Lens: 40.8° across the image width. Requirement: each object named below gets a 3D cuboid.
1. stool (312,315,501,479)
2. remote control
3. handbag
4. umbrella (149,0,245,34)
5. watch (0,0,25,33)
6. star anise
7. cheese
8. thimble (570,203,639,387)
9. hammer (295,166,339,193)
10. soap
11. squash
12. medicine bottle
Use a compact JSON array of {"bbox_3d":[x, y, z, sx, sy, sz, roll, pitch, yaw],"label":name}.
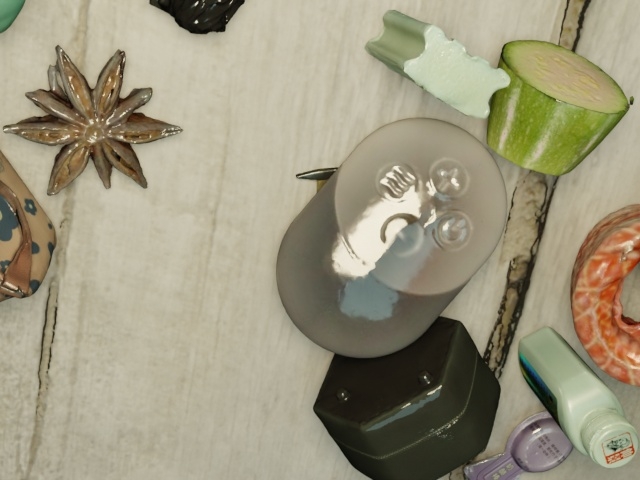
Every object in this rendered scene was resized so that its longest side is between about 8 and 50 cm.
[{"bbox_3d":[0.114,0.207,1.137,0.232,0.232,0.141,-32,115,3],"label":"stool"},{"bbox_3d":[0.091,-0.003,1.092,0.221,0.103,0.332,40,92,-2],"label":"remote control"},{"bbox_3d":[-0.433,-0.019,0.966,0.190,0.193,0.251,-29,114,-2],"label":"handbag"},{"bbox_3d":[-0.130,-0.397,0.929,0.118,0.118,0.340,-1,107,-10],"label":"umbrella"},{"bbox_3d":[-0.374,-0.308,0.858,0.068,0.237,0.195,-37,157,-27],"label":"watch"},{"bbox_3d":[-0.268,-0.132,1.024,0.182,0.065,0.195,35,97,-25],"label":"star anise"},{"bbox_3d":[0.315,0.323,1.310,0.191,0.042,0.105,-37,111,6],"label":"cheese"},{"bbox_3d":[0.449,0.070,1.134,0.239,0.162,0.239,6,108,18],"label":"thimble"},{"bbox_3d":[0.000,0.000,1.146,0.062,0.013,0.199,-4,111,-8],"label":"hammer"},{"bbox_3d":[0.128,-0.205,0.990,0.114,0.198,0.063,29,102,-17],"label":"soap"},{"bbox_3d":[0.284,-0.160,1.061,0.170,0.170,0.123,9,121,-13],"label":"squash"},{"bbox_3d":[0.351,0.219,1.174,0.083,0.229,0.121,-26,113,2],"label":"medicine bottle"}]
